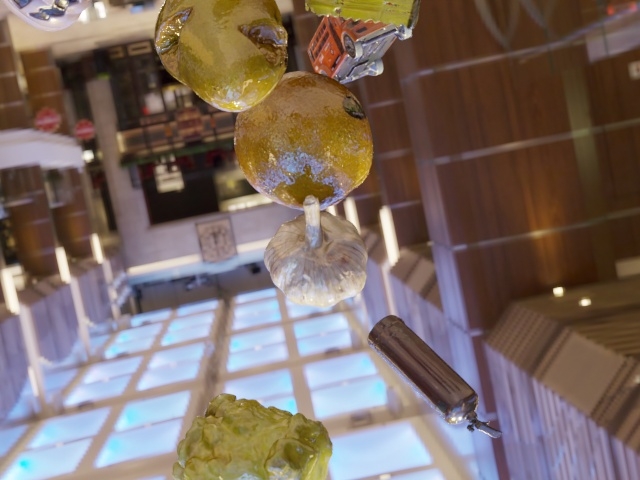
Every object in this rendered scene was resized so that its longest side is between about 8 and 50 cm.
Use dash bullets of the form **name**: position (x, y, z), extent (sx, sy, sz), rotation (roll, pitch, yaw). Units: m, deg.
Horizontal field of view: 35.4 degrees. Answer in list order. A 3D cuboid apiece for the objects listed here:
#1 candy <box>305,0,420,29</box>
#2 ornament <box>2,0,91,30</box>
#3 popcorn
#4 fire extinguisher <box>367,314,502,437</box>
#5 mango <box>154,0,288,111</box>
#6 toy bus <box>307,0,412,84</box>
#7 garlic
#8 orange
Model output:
- **candy**: position (0.075, -0.436, 1.312), extent (0.187, 0.297, 0.081), rotation (16, -170, 33)
- **ornament**: position (-0.434, -0.428, 1.595), extent (0.177, 0.178, 0.177), rotation (-11, -175, 1)
- **popcorn**: position (-0.115, 0.389, 1.690), extent (0.250, 0.242, 0.235), rotation (17, 172, 20)
- **fire extinguisher**: position (0.195, 0.235, 1.692), extent (0.267, 0.072, 0.089), rotation (43, -169, 32)
- **mango**: position (-0.124, -0.258, 1.289), extent (0.167, 0.130, 0.262), rotation (-31, -137, -3)
- **toy bus**: position (0.075, -0.440, 2.167), extent (0.143, 0.153, 0.329), rotation (-25, 176, -15)
- **garlic**: position (0.000, 0.000, 1.837), extent (0.199, 0.199, 0.226), rotation (-12, 142, -12)
- **orange**: position (-0.031, -0.190, 1.948), extent (0.274, 0.274, 0.274), rotation (-11, -175, 1)
